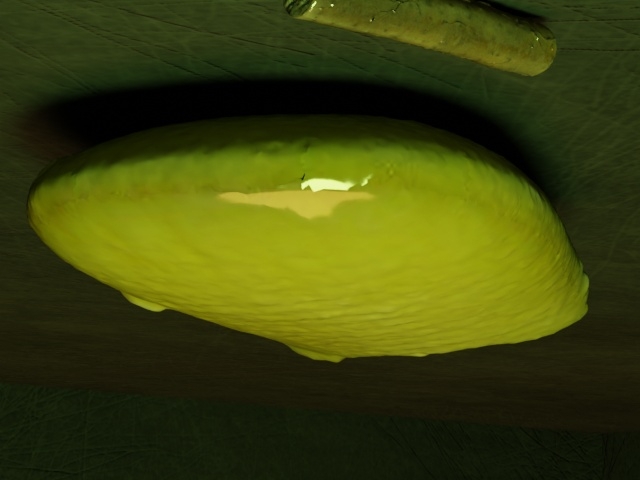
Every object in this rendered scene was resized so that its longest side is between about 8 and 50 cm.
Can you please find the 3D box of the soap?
[{"bbox_3d":[0.000,-0.003,1.119,0.306,0.115,0.427,1,169,19],"label":"soap"}]

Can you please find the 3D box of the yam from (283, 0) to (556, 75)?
[{"bbox_3d":[0.049,-0.102,0.817,0.145,0.032,0.032,8,167,-36],"label":"yam"}]
